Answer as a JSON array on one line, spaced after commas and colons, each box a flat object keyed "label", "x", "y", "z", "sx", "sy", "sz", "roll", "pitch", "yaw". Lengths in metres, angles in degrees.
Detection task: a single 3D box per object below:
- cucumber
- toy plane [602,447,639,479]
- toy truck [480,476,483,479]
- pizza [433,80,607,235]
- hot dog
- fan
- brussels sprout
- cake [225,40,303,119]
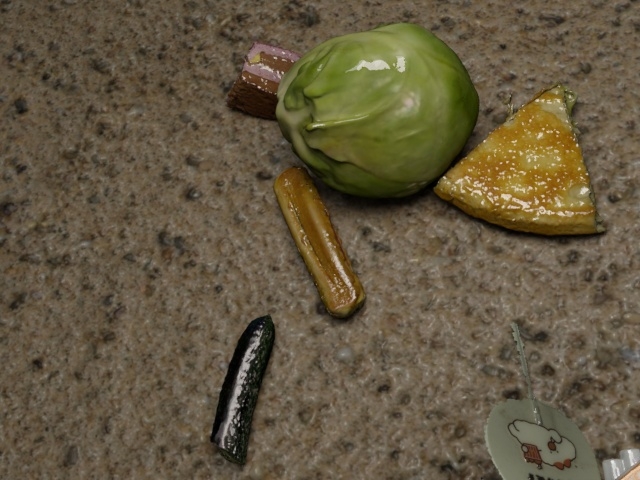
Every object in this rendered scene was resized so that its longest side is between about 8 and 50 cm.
[{"label": "cucumber", "x": -0.124, "y": 0.230, "z": 1.494, "sx": 0.067, "sy": 0.067, "sz": 0.245, "roll": 5, "pitch": 63, "yaw": 16}, {"label": "toy plane", "x": 0.499, "y": 0.340, "z": 1.250, "sx": 0.244, "sy": 0.117, "sz": 0.245, "roll": -6, "pitch": 63, "yaw": 13}, {"label": "toy truck", "x": 0.174, "y": 0.459, "z": 1.244, "sx": 0.305, "sy": 0.162, "sz": 0.136, "roll": -43, "pitch": 62, "yaw": -9}, {"label": "pizza", "x": 0.368, "y": -0.138, "z": 1.551, "sx": 0.280, "sy": 0.075, "sz": 0.288, "roll": 22, "pitch": 69, "yaw": 19}, {"label": "hot dog", "x": -0.001, "y": 0.001, "z": 1.575, "sx": 0.083, "sy": 0.068, "sz": 0.289, "roll": -35, "pitch": 63, "yaw": 22}, {"label": "fan", "x": 0.311, "y": 0.247, "z": 1.355, "sx": 0.190, "sy": 0.009, "sz": 0.329, "roll": 16, "pitch": 44, "yaw": -18}, {"label": "brussels sprout", "x": 0.100, "y": -0.212, "z": 1.534, "sx": 0.328, "sy": 0.328, "sz": 0.247, "roll": -3, "pitch": 38, "yaw": 13}, {"label": "cake", "x": -0.029, "y": -0.278, "z": 1.702, "sx": 0.295, "sy": 0.113, "sz": 0.116, "roll": 13, "pitch": 68, "yaw": 6}]
